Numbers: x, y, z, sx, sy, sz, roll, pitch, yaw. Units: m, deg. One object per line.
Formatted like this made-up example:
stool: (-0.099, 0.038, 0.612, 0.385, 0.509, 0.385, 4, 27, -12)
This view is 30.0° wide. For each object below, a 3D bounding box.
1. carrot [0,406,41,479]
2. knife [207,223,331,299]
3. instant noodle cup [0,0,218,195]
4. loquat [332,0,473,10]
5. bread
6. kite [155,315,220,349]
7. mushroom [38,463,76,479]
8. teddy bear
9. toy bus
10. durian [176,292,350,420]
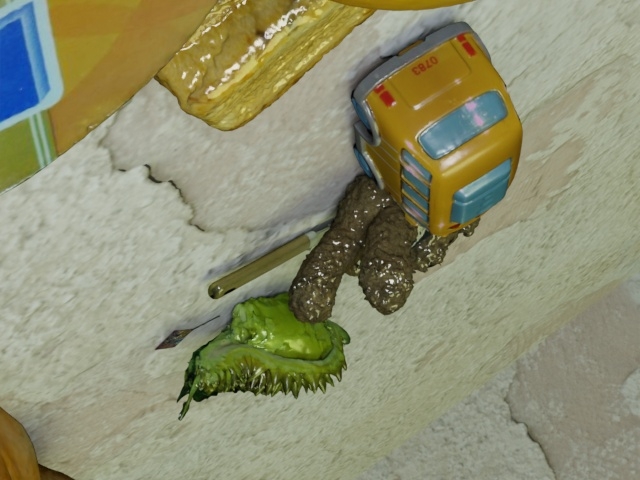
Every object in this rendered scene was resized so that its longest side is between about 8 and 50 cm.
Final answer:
carrot: (-0.338, 0.221, 0.831, 0.224, 0.224, 0.340, -41, 180, 17)
knife: (-0.002, -0.002, 1.285, 0.297, 0.017, 0.047, -28, 160, -31)
instant noodle cup: (-0.179, -0.150, 0.335, 0.296, 0.214, 0.296, -31, 160, -13)
loquat: (0.040, -0.218, 0.456, 0.263, 0.263, 0.263, -31, 160, -12)
bread: (-0.019, -0.161, 0.776, 0.211, 0.083, 0.114, -38, 166, 7)
kite: (-0.147, 0.104, 1.314, 0.078, 0.002, 0.044, -17, 154, -41)
mushroom: (-0.354, 0.336, 1.222, 0.263, 0.195, 0.283, -50, 174, 17)
teddy bear: (0.073, -0.012, 1.228, 0.181, 0.129, 0.251, -5, -165, 32)
toy bus: (0.112, -0.088, 1.087, 0.126, 0.136, 0.209, -32, 162, -8)
durian: (-0.046, 0.125, 1.348, 0.106, 0.132, 0.375, -30, 170, 27)
